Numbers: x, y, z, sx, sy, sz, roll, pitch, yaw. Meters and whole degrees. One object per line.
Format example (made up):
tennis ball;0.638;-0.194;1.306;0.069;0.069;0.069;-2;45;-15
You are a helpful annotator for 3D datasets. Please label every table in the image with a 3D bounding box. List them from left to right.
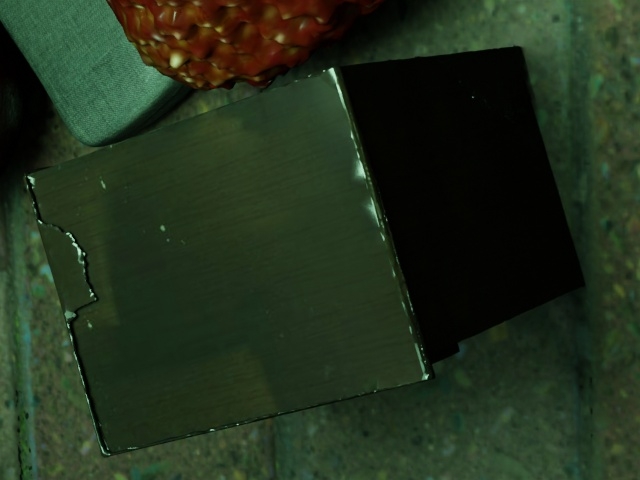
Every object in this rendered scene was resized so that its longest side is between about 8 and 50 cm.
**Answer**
table;0.000;0.000;1.276;0.250;0.282;0.196;-18;89;29

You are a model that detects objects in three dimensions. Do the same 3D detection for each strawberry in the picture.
strawberry;-0.050;-0.257;1.262;0.343;0.292;0.292;-44;77;25

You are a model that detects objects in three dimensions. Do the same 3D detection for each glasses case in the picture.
glasses case;-0.209;-0.233;1.470;0.131;0.074;0.323;-37;80;27

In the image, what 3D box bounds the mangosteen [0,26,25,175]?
mangosteen;-0.339;-0.154;1.477;0.231;0.231;0.289;5;87;28
